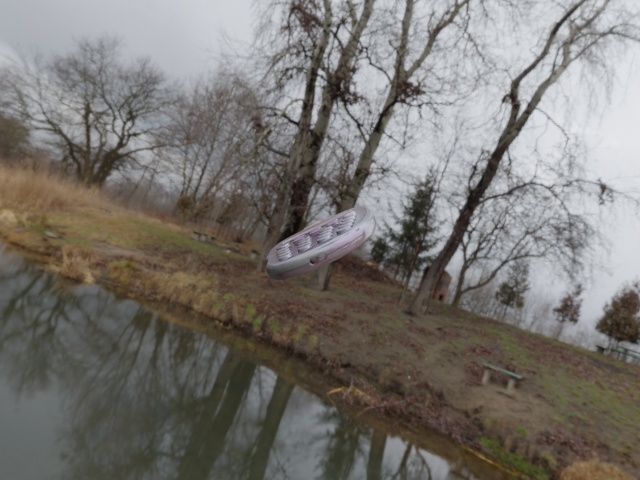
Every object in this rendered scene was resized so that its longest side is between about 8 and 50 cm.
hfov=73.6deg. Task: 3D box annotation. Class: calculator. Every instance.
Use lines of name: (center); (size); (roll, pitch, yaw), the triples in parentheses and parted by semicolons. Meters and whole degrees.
calculator: (0.000, 0.000, 0.377); (0.024, 0.103, 0.166); (64, 5, -8)
